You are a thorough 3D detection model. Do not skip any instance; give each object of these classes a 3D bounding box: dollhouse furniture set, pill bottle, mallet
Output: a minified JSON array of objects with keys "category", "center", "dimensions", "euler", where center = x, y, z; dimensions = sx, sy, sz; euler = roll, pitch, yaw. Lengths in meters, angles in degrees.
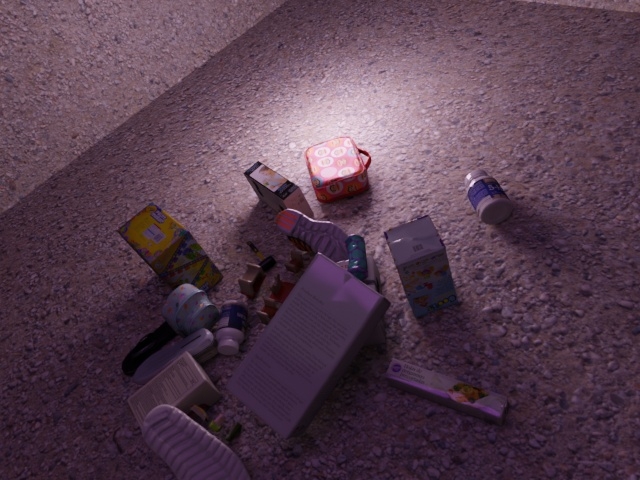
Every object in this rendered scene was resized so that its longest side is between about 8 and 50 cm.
[{"category":"dollhouse furniture set","center":[-0.310,0.520,1.524],"dimensions":[0.152,0.076,0.058],"euler":[37,71,11]},{"category":"pill bottle","center":[0.563,-0.153,1.755],"dimensions":[0.112,0.112,0.186],"euler":[-20,46,6]},{"category":"mallet","center":[-0.227,0.047,1.973],"dimensions":[0.062,0.039,0.189],"euler":[-31,41,-6]},{"category":"pill bottle","center":[-0.298,0.295,1.735],"dimensions":[0.094,0.094,0.169],"euler":[-11,48,15]},{"category":"dollhouse furniture set","center":[-0.142,0.173,1.782],"dimensions":[0.259,0.135,0.262],"euler":[16,57,20]}]

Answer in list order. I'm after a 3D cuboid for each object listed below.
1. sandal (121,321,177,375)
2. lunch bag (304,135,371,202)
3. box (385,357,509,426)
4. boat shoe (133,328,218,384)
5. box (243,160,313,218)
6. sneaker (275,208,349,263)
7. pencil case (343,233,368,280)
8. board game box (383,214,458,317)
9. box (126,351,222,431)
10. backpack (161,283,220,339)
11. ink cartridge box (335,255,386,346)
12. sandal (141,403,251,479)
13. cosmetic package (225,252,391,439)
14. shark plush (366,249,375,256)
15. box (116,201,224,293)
[{"category":"sandal","center":[-0.608,0.365,1.832],"dimensions":[0.097,0.054,0.254],"euler":[26,64,38]},{"category":"lunch bag","center":[0.079,-0.300,2.090],"dimensions":[0.258,0.120,0.293],"euler":[-18,45,6]},{"category":"box","center":[0.334,0.403,1.385],"dimensions":[0.324,0.067,0.063],"euler":[12,55,32]},{"category":"boat shoe","center":[-0.473,0.405,1.709],"dimensions":[0.302,0.094,0.109],"euler":[-29,31,5]},{"category":"box","center":[-0.170,-0.188,2.066],"dimensions":[0.087,0.169,0.290],"euler":[-42,49,-13]},{"category":"sneaker","center":[0.000,0.000,1.830],"dimensions":[0.321,0.180,0.124],"euler":[32,82,21]},{"category":"pencil case","center":[0.112,0.055,1.636],"dimensions":[0.070,0.064,0.151],"euler":[-2,46,-1]},{"category":"board game box","center":[0.302,0.082,1.540],"dimensions":[0.144,0.275,0.142],"euler":[-21,45,5]},{"category":"box","center":[-0.451,0.489,1.603],"dimensions":[0.232,0.126,0.149],"euler":[-38,46,-13]},{"category":"backpack","center":[-0.444,0.247,1.775],"dimensions":[0.144,0.188,0.166],"euler":[23,61,37]},{"category":"ink cartridge box","center":[0.092,0.197,1.641],"dimensions":[0.197,0.114,0.272],"euler":[-12,45,13]},{"category":"sandal","center":[-0.326,0.619,1.436],"dimensions":[0.169,0.102,0.416],"euler":[-41,68,-16]},{"category":"cosmetic package","center":[-0.028,0.291,1.446],"dimensions":[0.230,0.161,0.453],"euler":[34,88,21]},{"category":"shark plush","center":[0.114,0.068,1.814],"dimensions":[0.161,0.073,0.067],"euler":[-22,21,33]},{"category":"box","center":[-0.561,0.052,1.938],"dimensions":[0.177,0.279,0.290],"euler":[-43,48,-17]}]
